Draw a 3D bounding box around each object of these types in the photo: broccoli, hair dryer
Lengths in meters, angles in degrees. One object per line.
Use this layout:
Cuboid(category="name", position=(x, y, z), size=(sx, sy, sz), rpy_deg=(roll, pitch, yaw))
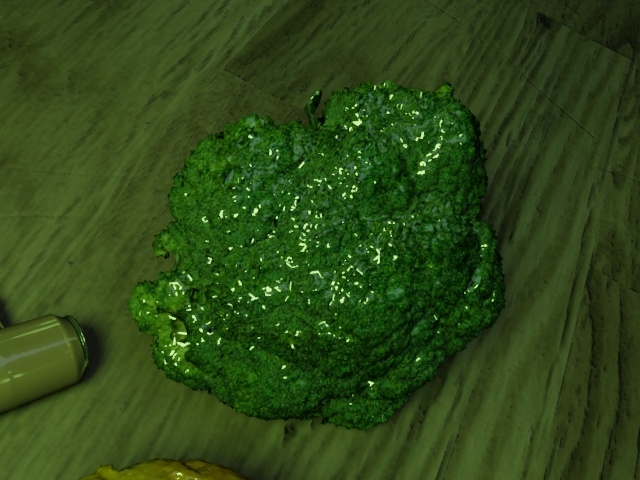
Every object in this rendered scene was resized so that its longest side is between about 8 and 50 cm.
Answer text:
Cuboid(category="broccoli", position=(0.000, 0.000, 0.700), size=(0.321, 0.304, 0.283), rpy_deg=(2, 21, -23))
Cuboid(category="hair dryer", position=(-0.277, 0.059, 0.658), size=(0.117, 0.064, 0.182), rpy_deg=(-20, 56, -34))

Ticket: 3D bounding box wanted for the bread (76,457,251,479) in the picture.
Cuboid(category="bread", position=(-0.097, 0.258, 0.506), size=(0.239, 0.139, 0.240), rpy_deg=(11, 49, -13))
